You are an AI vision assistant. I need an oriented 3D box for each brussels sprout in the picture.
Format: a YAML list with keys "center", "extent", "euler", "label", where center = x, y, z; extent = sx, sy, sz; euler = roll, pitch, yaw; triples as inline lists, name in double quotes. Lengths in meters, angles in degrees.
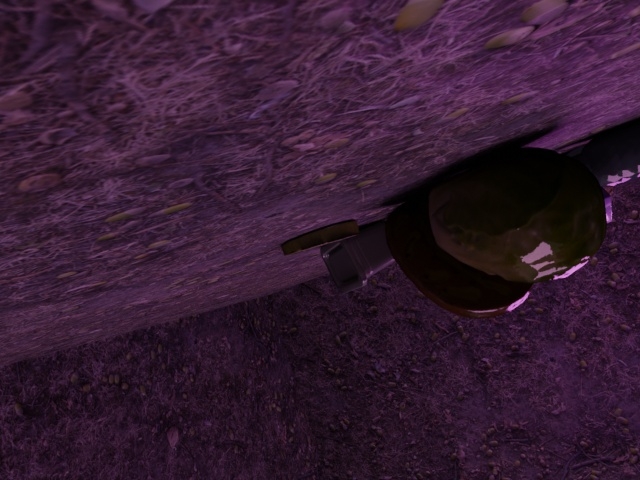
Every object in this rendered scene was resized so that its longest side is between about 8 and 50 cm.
- center: [0.415, -0.057, 1.245]
  extent: [0.354, 0.282, 0.289]
  euler: [-1, -147, 24]
  label: "brussels sprout"

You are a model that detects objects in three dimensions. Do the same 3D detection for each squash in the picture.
- center: [-0.001, -0.005, 1.578]
  extent: [0.219, 0.041, 0.219]
  euler: [-16, 178, 0]
  label: "squash"

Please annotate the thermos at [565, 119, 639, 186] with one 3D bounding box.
- center: [0.772, -0.226, 1.534]
  extent: [0.286, 0.145, 0.182]
  euler: [-18, -152, 14]
  label: "thermos"

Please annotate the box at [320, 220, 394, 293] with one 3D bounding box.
- center: [0.134, 0.046, 1.883]
  extent: [0.182, 0.175, 0.312]
  euler: [-26, 176, -16]
  label: "box"

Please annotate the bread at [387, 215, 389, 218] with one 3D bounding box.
- center: [0.300, -0.065, 1.679]
  extent: [0.181, 0.096, 0.222]
  euler: [-15, 175, -12]
  label: "bread"

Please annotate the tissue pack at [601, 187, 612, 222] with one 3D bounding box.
- center: [0.904, -0.125, 2.258]
  extent: [0.338, 0.160, 0.242]
  euler: [-20, -144, 8]
  label: "tissue pack"

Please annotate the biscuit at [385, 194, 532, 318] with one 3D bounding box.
- center: [0.348, 0.013, 1.416]
  extent: [0.350, 0.394, 0.070]
  euler: [-23, 139, -25]
  label: "biscuit"

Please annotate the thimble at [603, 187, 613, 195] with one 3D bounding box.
- center: [1.092, -0.200, 2.452]
  extent: [0.148, 0.196, 0.229]
  euler: [-14, 174, -33]
  label: "thimble"
